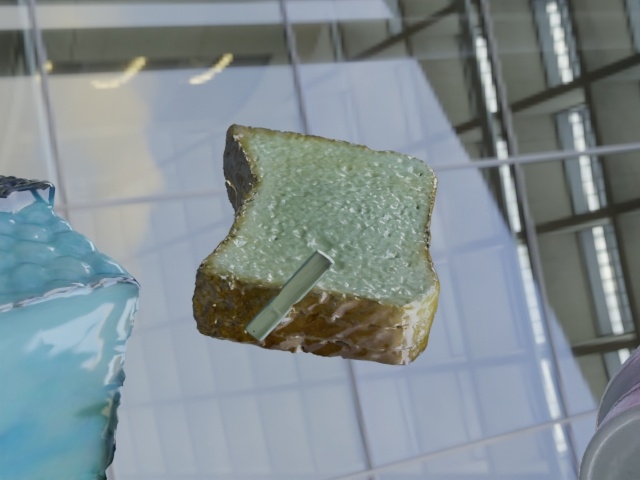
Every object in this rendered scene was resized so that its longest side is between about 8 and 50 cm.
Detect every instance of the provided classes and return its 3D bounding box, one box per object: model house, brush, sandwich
[{"bbox_3d":[-0.281,0.072,0.672,0.241,0.261,0.225,42,-50,31],"label":"model house"},{"bbox_3d":[-0.021,0.038,0.842,0.016,0.013,0.083,41,-69,-5],"label":"brush"},{"bbox_3d":[0.000,0.000,0.949,0.214,0.186,0.065,-80,180,-54],"label":"sandwich"}]

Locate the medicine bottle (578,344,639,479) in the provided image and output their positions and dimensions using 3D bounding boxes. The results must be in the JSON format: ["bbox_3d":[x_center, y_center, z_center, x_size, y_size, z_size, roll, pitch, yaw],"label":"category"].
[{"bbox_3d":[0.422,0.219,1.300,0.256,0.325,0.256,6,-76,26],"label":"medicine bottle"}]
